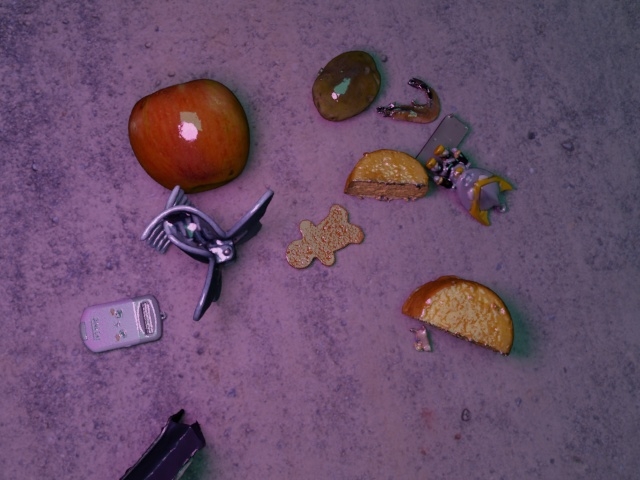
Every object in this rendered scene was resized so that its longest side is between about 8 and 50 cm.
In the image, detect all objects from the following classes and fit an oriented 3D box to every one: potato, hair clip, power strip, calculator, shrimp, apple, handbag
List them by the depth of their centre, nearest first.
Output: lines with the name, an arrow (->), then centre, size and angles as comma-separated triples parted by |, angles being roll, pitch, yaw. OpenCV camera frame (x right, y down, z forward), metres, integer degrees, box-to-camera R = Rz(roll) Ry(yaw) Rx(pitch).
handbag -> -0.437, 0.599, 1.497 | 0.122, 0.329, 0.303 | 41, 75, -1
hair clip -> -0.327, -0.003, 1.601 | 0.238, 0.318, 0.392 | 29, 82, 0
apple -> -0.366, -0.292, 1.636 | 0.339, 0.339, 0.340 | 1, 81, -6
calculator -> -0.574, 0.241, 1.674 | 0.246, 0.045, 0.141 | -10, 83, -8
potato -> 0.082, -0.489, 1.802 | 0.228, 0.148, 0.197 | -23, 70, -6
power strip -> 0.410, -0.287, 1.848 | 0.145, 0.061, 0.216 | 36, 81, -4
shrimp -> 0.287, -0.456, 1.866 | 0.219, 0.046, 0.152 | -1, 83, -10

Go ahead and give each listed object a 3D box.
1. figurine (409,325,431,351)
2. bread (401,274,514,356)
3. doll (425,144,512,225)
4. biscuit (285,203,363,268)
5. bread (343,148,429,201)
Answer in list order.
figurine -> 0.307, 0.306, 1.761 | 0.050, 0.047, 0.083 | -14, 90, 7
bread -> 0.429, 0.204, 1.706 | 0.340, 0.194, 0.179 | 23, 87, 1
doll -> 0.472, -0.184, 1.803 | 0.316, 0.103, 0.145 | 33, 65, -15
biscuit -> 0.000, 0.000, 1.775 | 0.250, 0.036, 0.165 | -35, 86, -13
bread -> 0.205, -0.207, 1.768 | 0.260, 0.160, 0.147 | 3, 75, 1
